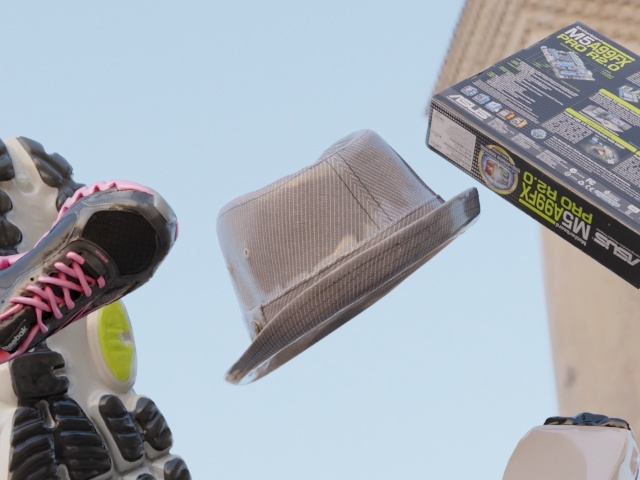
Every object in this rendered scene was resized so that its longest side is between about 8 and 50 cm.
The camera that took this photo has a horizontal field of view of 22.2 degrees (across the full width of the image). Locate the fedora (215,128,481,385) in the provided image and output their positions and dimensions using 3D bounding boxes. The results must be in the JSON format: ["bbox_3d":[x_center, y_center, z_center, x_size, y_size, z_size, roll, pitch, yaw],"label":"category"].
[{"bbox_3d":[0.000,0.000,1.293,0.243,0.124,0.275,-33,-5,-17],"label":"fedora"}]

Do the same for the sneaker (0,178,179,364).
[{"bbox_3d":[-0.105,0.021,0.628,0.119,0.057,0.047,-30,-68,25],"label":"sneaker"}]

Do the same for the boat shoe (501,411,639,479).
[{"bbox_3d":[0.157,0.281,1.134,0.127,0.340,0.158,-3,-58,37],"label":"boat shoe"}]

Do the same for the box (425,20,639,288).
[{"bbox_3d":[0.266,-0.086,1.507,0.216,0.270,0.060,-29,-39,-34],"label":"box"}]

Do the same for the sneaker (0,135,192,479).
[{"bbox_3d":[-0.137,0.093,0.755,0.107,0.279,0.118,1,-18,-42],"label":"sneaker"}]
